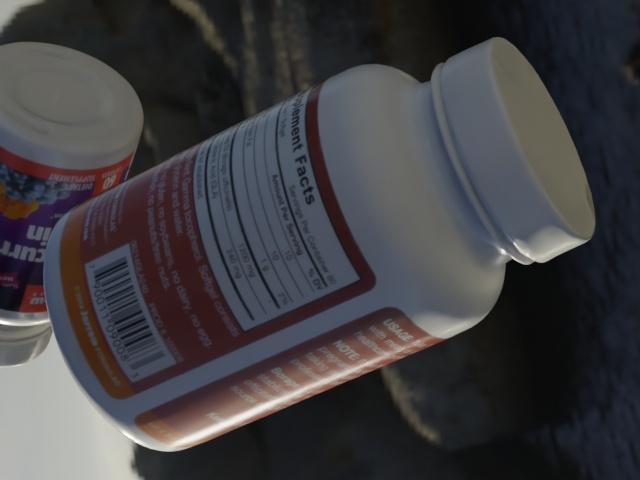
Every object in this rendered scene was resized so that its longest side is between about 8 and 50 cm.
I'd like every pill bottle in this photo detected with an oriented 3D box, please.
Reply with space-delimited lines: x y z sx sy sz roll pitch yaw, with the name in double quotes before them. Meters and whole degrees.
"pill bottle" -0.184 -0.016 1.026 0.108 0.108 0.193 -110 33 -45
"pill bottle" 0.000 0.000 0.707 0.121 0.216 0.121 49 -154 -36
